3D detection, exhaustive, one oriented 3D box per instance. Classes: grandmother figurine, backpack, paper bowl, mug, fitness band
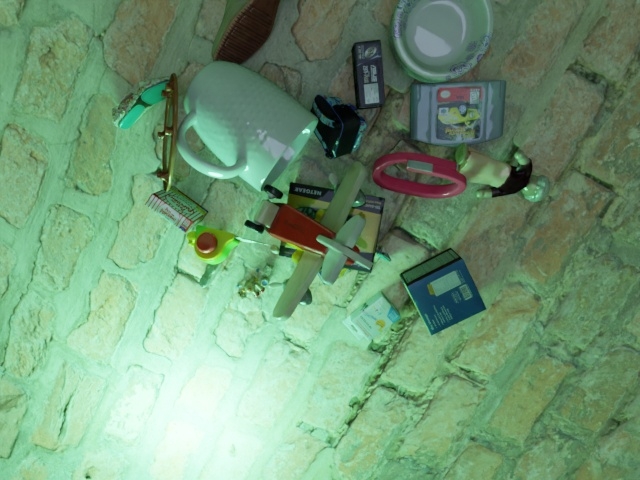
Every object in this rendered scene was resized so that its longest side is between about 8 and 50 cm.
[{"bbox_3d":[0.579,-0.208,1.425,0.342,0.208,0.104,17,62,-13],"label":"grandmother figurine"},{"bbox_3d":[0.043,-0.361,1.378,0.116,0.158,0.173,-19,60,-25],"label":"backpack"},{"bbox_3d":[0.341,-0.609,1.311,0.283,0.148,0.285,0,103,0],"label":"paper bowl"},{"bbox_3d":[-0.240,-0.319,1.285,0.328,0.374,0.276,39,144,-2],"label":"mug"},{"bbox_3d":[0.303,-0.196,1.386,0.290,0.209,0.055,12,76,-9],"label":"fitness band"}]

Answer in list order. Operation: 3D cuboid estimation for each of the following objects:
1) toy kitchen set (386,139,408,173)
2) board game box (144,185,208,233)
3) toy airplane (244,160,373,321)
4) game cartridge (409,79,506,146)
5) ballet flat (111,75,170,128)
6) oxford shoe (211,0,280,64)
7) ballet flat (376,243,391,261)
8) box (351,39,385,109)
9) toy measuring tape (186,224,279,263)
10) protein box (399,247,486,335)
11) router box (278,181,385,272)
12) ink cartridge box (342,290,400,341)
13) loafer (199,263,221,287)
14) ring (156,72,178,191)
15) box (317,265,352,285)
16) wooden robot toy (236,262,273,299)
[{"bbox_3d":[0.265,-0.265,1.438,0.083,0.068,0.075,39,101,-9],"label":"toy kitchen set"},{"bbox_3d":[-0.447,-0.101,1.419,0.146,0.193,0.045,36,102,-9],"label":"board game box"},{"bbox_3d":[0.000,0.000,1.288,0.385,0.272,0.385,-24,60,21],"label":"toy airplane"},{"bbox_3d":[0.429,-0.396,1.415,0.293,0.060,0.196,-2,108,1],"label":"game cartridge"},{"bbox_3d":[-0.556,-0.444,1.395,0.240,0.091,0.077,-37,76,5],"label":"ballet flat"},{"bbox_3d":[-0.213,-0.694,1.324,0.146,0.140,0.397,45,107,21],"label":"oxford shoe"},{"bbox_3d":[0.196,0.033,1.531,0.114,0.041,0.041,25,103,-7],"label":"ballet flat"},{"bbox_3d":[0.141,-0.487,1.343,0.077,0.147,0.180,-6,103,2],"label":"box"},{"bbox_3d":[-0.298,0.034,1.467,0.329,0.121,0.122,14,105,17],"label":"toy measuring tape"},{"bbox_3d":[0.406,0.170,1.512,0.201,0.136,0.200,-28,103,7],"label":"protein box"},{"bbox_3d":[0.036,-0.044,1.456,0.308,0.081,0.243,10,96,6],"label":"router box"},{"bbox_3d":[0.176,0.276,1.579,0.181,0.061,0.104,-40,100,10],"label":"ink cartridge box"},{"bbox_3d":[-0.374,0.107,1.556,0.045,0.039,0.125,36,97,24],"label":"loafer"},{"bbox_3d":[-0.446,-0.310,1.302,0.032,0.336,0.337,2,106,-25],"label":"ring"},{"bbox_3d":[0.072,0.085,1.535,0.168,0.054,0.059,-29,102,7],"label":"box"},{"bbox_3d":[-0.225,0.158,1.542,0.173,0.079,0.076,-39,101,10],"label":"wooden robot toy"}]
